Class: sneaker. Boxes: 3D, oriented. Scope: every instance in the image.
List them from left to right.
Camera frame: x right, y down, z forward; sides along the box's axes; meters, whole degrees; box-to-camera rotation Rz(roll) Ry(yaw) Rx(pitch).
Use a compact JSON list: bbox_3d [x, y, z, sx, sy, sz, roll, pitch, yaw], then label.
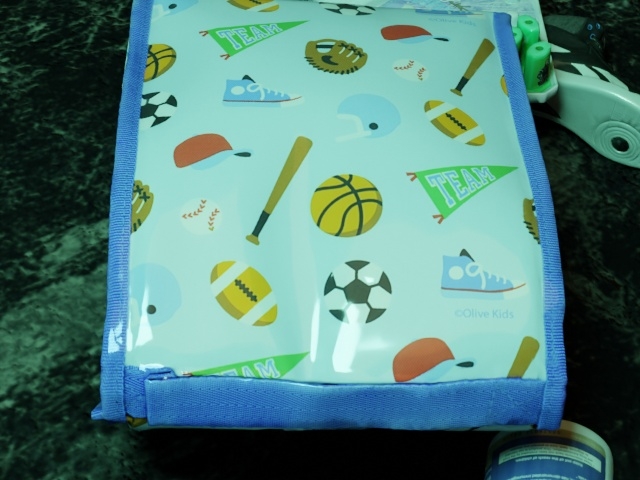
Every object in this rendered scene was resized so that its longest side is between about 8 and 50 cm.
[{"bbox_3d":[0.268,-0.154,1.401,0.217,0.079,0.121,27,52,18],"label":"sneaker"}]

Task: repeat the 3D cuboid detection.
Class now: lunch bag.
[{"bbox_3d":[0.000,0.000,1.124,0.328,0.238,0.385,0,39,-5],"label":"lunch bag"}]

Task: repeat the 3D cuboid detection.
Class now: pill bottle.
[{"bbox_3d":[0.158,0.218,1.041,0.094,0.094,0.169,10,47,2],"label":"pill bottle"}]

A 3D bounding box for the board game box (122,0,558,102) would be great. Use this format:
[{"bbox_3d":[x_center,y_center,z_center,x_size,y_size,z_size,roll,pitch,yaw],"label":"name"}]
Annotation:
[{"bbox_3d":[0.015,-0.269,1.442,0.390,0.050,0.390,-1,42,-1],"label":"board game box"}]
